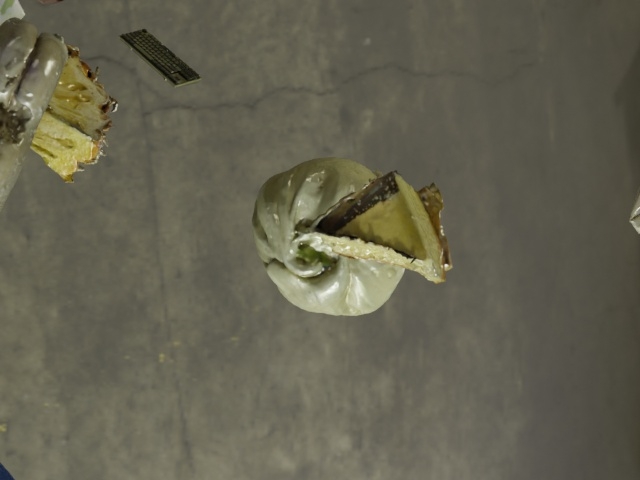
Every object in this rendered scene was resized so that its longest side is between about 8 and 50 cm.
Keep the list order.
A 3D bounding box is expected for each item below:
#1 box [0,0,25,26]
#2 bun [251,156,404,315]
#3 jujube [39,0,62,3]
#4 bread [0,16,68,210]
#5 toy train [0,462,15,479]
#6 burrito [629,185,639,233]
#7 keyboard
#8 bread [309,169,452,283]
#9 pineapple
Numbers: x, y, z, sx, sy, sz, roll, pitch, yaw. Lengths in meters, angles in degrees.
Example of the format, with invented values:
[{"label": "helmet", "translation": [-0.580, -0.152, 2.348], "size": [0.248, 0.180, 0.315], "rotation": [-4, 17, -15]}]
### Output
[{"label": "box", "translation": [-0.493, -0.298, 1.312], "size": [0.194, 0.111, 0.260], "rotation": [-54, 164, -14]}, {"label": "bun", "translation": [0.000, 0.000, 1.619], "size": [0.160, 0.259, 0.259], "rotation": [-40, 120, -52]}, {"label": "jujube", "translation": [-0.404, -0.489, 1.703], "size": [0.230, 0.155, 0.155], "rotation": [-55, 145, 10]}, {"label": "bread", "translation": [-0.406, -0.109, 1.313], "size": [0.102, 0.337, 0.183], "rotation": [21, 48, -23]}, {"label": "toy train", "translation": [-0.498, 0.377, 1.386], "size": [0.202, 0.300, 0.131], "rotation": [51, 17, -5]}, {"label": "burrito", "translation": [0.353, -0.099, 0.967], "size": [0.087, 0.060, 0.226], "rotation": [7, 123, -50]}, {"label": "keyboard", "translation": [-0.224, -0.255, 1.511], "size": [0.049, 0.129, 0.015], "rotation": [-21, 145, -45]}, {"label": "bread", "translation": [0.073, -0.002, 1.288], "size": [0.147, 0.152, 0.127], "rotation": [28, 46, -67]}, {"label": "pineapple", "translation": [-0.421, -0.214, 1.693], "size": [0.186, 0.114, 0.236], "rotation": [-1, 58, -48]}]
